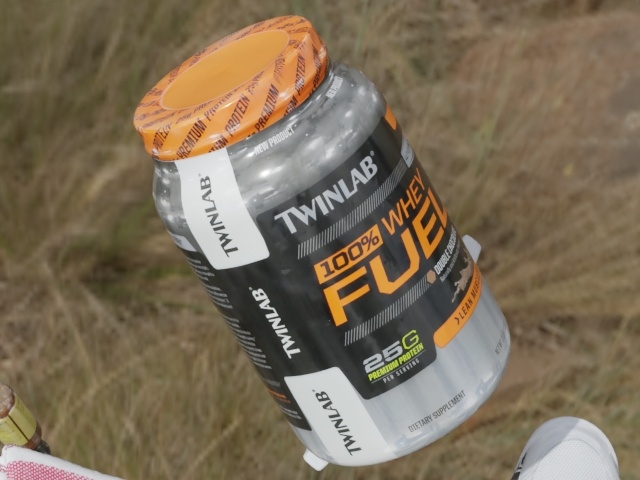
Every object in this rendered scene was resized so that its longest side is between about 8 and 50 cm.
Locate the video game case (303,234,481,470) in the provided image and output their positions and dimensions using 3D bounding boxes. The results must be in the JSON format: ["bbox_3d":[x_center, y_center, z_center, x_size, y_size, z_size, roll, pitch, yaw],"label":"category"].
[{"bbox_3d":[0.074,0.106,1.756,0.026,0.206,0.227,40,21,-3],"label":"video game case"}]

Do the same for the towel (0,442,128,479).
[{"bbox_3d":[-0.077,0.186,0.727,0.144,0.029,0.197,26,43,-32],"label":"towel"}]

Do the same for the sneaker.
[{"bbox_3d":[0.259,0.315,1.688,0.137,0.210,0.366,8,62,-6],"label":"sneaker"}]

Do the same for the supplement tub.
[{"bbox_3d":[0.000,0.000,1.465,0.207,0.207,0.338,-44,117,-27],"label":"supplement tub"}]

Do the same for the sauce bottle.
[{"bbox_3d":[-0.297,0.182,1.738,0.042,0.128,0.042,-6,56,9],"label":"sauce bottle"}]
